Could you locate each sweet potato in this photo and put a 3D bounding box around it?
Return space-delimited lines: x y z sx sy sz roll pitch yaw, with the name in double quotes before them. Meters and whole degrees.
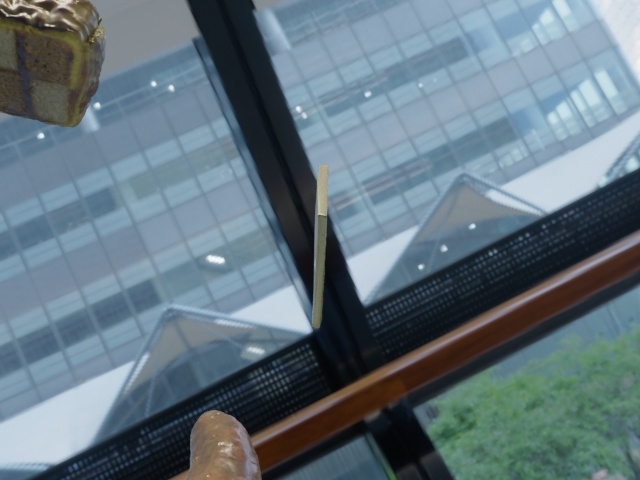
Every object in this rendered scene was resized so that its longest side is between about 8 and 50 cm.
"sweet potato" -0.112 0.265 0.885 0.097 0.097 0.292 -28 12 9

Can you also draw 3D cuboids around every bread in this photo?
"bread" -0.421 -0.272 1.211 0.181 0.096 0.222 16 -38 -8

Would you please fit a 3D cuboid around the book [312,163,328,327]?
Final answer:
"book" -0.001 0.000 1.187 0.018 0.170 0.242 3 21 -1
